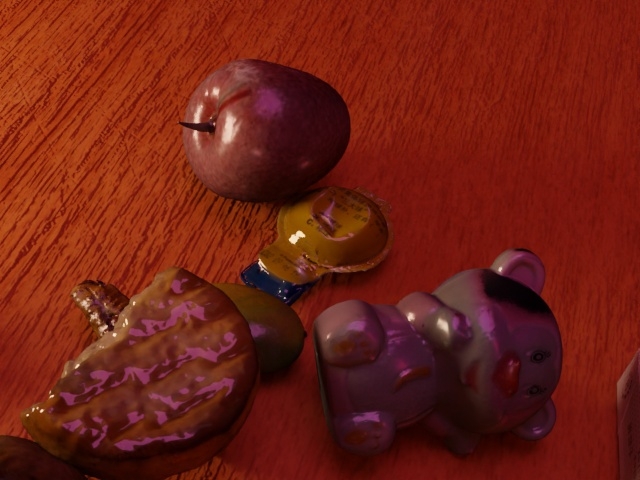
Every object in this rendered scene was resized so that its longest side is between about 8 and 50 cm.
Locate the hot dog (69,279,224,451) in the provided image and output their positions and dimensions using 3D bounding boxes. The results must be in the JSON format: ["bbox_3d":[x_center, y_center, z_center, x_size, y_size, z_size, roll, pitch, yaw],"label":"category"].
[{"bbox_3d":[-0.205,0.147,1.309,0.068,0.083,0.289,-46,65,-7],"label":"hot dog"}]

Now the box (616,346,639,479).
[{"bbox_3d":[0.485,0.299,1.317,0.210,0.095,0.330,15,44,0],"label":"box"}]

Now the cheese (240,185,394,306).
[{"bbox_3d":[0.000,0.000,1.525,0.177,0.069,0.270,34,50,21],"label":"cheese"}]

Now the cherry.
[{"bbox_3d":[-0.090,-0.157,1.555,0.285,0.213,0.236,-4,27,-40],"label":"cherry"}]

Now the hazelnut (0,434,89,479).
[{"bbox_3d":[-0.323,0.301,1.059,0.208,0.208,0.208,7,43,-7],"label":"hazelnut"}]

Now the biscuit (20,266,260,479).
[{"bbox_3d":[-0.183,0.163,1.190,0.213,0.091,0.274,35,48,17],"label":"biscuit"}]

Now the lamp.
[{"bbox_3d":[0.145,0.146,1.335,0.301,0.247,0.247,-9,7,-8],"label":"lamp"}]

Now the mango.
[{"bbox_3d":[-0.111,0.106,1.374,0.191,0.086,0.122,23,47,8],"label":"mango"}]
